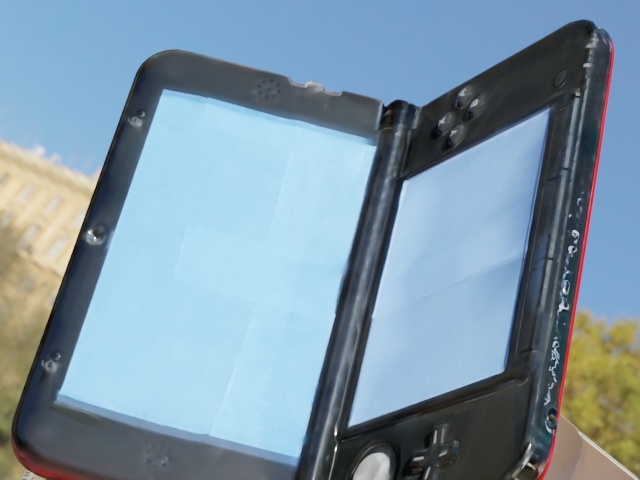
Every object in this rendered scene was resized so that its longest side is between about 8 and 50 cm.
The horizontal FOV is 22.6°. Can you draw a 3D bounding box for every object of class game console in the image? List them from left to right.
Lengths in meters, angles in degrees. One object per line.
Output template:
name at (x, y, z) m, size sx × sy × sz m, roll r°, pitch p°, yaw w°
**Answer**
game console at (0.000, 0.000, 0.424) m, size 0.085 × 0.144 × 0.124 m, roll 31°, pitch -35°, yaw -26°

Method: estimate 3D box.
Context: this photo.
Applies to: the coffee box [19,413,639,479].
coffee box at (-0.029, 0.142, 0.693) m, size 0.119 × 0.168 × 0.297 m, roll 39°, pitch -25°, yaw -26°
